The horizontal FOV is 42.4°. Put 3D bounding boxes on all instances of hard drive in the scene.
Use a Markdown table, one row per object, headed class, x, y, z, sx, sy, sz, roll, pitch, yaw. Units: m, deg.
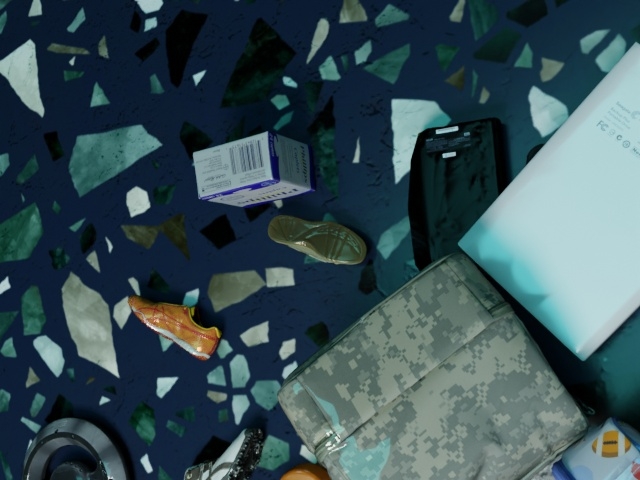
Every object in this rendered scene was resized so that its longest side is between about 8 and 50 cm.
| class | x | y | z | sx | sy | sz | roll | pitch | yaw |
| --- | --- | --- | --- | --- | --- | --- | --- | --- | --- |
| hard drive | 0.346 | -0.044 | 0.982 | 0.210 | 0.040 | 0.318 | 45 | 106 | 21 |

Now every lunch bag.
| class | x | y | z | sx | sy | sz | roll | pitch | yaw |
| --- | --- | --- | --- | --- | --- | --- | --- | --- | --- |
| lunch bag | 0.387 | 0.327 | 0.869 | 0.115 | 0.243 | 0.303 | -44 | 64 | 4 |
| lunch bag | 0.132 | 0.210 | 0.978 | 0.305 | 0.212 | 0.256 | -35 | 66 | -9 |

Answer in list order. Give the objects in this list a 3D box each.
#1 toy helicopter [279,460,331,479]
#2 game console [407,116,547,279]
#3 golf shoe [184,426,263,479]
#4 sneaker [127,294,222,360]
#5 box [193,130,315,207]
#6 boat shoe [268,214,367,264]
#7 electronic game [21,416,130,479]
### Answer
| class | x | y | z | sx | sy | sz | roll | pitch | yaw |
| --- | --- | --- | --- | --- | --- | --- | --- | --- | --- |
| toy helicopter | -0.010 | 0.452 | 1.141 | 0.235 | 0.140 | 0.355 | 48 | 117 | 12 |
| game console | 0.285 | -0.059 | 1.060 | 0.361 | 0.044 | 0.213 | -6 | 85 | 26 |
| golf shoe | -0.159 | 0.350 | 1.229 | 0.094 | 0.077 | 0.198 | 33 | 100 | 25 |
| sneaker | -0.228 | 0.125 | 1.298 | 0.175 | 0.064 | 0.067 | 26 | 78 | 20 |
| box | -0.093 | -0.099 | 1.195 | 0.126 | 0.137 | 0.072 | -12 | 82 | 25 |
| boat shoe | -0.001 | 0.002 | 1.200 | 0.153 | 0.048 | 0.056 | 12 | 79 | 20 |
| electronic game | -0.406 | 0.407 | 1.361 | 0.229 | 0.048 | 0.229 | -2 | 86 | 26 |
